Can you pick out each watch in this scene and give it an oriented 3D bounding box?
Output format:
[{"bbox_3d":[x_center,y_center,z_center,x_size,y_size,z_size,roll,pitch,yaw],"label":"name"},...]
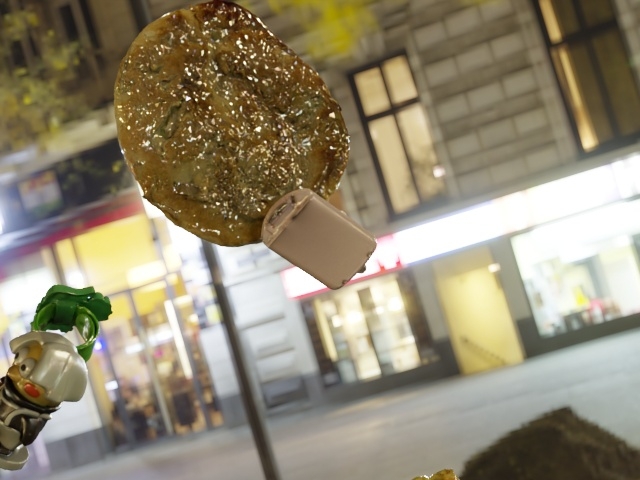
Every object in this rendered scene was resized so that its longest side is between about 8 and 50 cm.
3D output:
[{"bbox_3d":[-0.493,0.176,2.647,0.165,0.152,0.131,9,-48,-21],"label":"watch"}]

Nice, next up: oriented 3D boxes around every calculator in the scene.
[{"bbox_3d":[0.000,0.000,1.820,0.100,0.175,0.032,-48,31,12],"label":"calculator"}]

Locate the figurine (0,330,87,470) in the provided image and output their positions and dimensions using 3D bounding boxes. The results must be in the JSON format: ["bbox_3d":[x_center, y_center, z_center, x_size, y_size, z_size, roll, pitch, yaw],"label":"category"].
[{"bbox_3d":[-0.508,0.264,2.318,0.133,0.176,0.236,23,-72,-44],"label":"figurine"}]

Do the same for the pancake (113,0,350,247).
[{"bbox_3d":[-0.127,-0.159,1.839,0.356,0.356,0.065,-15,-3,-34],"label":"pancake"}]

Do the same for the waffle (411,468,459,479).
[{"bbox_3d":[0.232,0.368,1.446,0.068,0.302,0.325,-53,-36,10],"label":"waffle"}]
